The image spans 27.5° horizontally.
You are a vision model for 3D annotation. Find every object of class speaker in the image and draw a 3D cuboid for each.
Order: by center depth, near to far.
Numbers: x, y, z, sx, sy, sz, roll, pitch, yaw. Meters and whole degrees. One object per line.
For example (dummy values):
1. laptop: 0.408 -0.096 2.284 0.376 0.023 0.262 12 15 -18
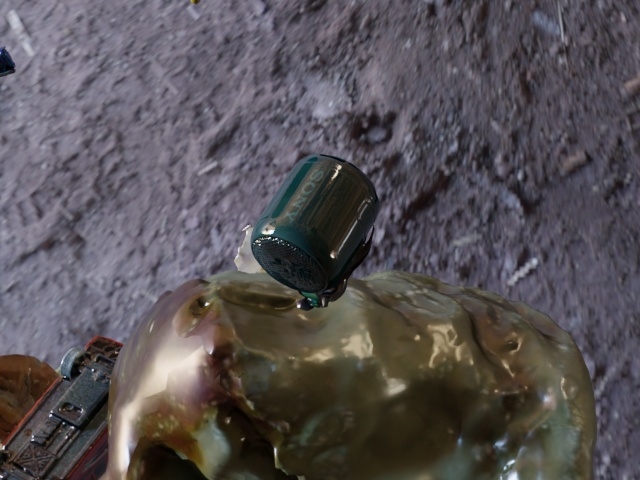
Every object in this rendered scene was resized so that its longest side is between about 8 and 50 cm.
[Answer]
1. speaker: 0.005 0.002 0.789 0.060 0.075 0.094 4 141 41

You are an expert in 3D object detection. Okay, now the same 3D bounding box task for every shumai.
1. shumai: -0.005 0.160 1.037 0.323 0.397 0.324 21 88 -29

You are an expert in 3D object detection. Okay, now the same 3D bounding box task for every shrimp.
1. shrimp: -0.320 0.148 1.251 0.043 0.184 0.091 3 78 48

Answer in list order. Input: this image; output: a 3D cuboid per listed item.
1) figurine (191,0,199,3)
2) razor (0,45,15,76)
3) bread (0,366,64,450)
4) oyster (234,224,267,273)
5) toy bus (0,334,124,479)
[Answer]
1. figurine: -0.160 -0.320 1.364 0.143 0.101 0.068 40 133 -1
2. razor: -0.385 -0.293 1.212 0.093 0.056 0.324 -16 119 4
3. bread: -0.318 0.307 1.732 0.238 0.196 0.252 -26 62 4
4. oyster: -0.064 0.086 1.310 0.107 0.161 0.233 38 94 -17
5. toy bus: -0.229 0.185 1.204 0.081 0.195 0.089 23 146 22
